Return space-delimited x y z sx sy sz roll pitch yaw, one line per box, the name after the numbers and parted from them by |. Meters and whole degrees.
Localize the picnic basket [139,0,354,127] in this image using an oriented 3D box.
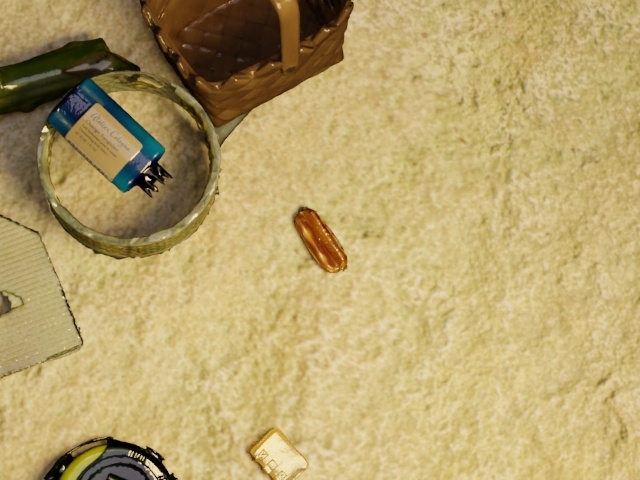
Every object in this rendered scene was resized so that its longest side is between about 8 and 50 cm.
-0.108 -0.351 1.728 0.291 0.321 0.254 -32 72 -11 | picnic basket

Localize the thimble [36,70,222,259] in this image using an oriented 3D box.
-0.281 -0.111 1.743 0.271 0.150 0.271 1 84 -7 | thimble

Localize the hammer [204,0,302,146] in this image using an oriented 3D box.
-0.084 -0.252 1.882 0.111 0.033 0.287 43 75 -3 | hammer

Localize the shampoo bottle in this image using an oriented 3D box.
-0.285 -0.134 1.643 0.183 0.050 0.087 43 84 -1 | shampoo bottle

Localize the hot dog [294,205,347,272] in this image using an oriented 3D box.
0.000 0.000 1.862 0.049 0.037 0.122 -31 84 -4 | hot dog

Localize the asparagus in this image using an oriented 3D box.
-0.441 -0.233 1.775 0.343 0.082 0.085 -17 109 -14 | asparagus

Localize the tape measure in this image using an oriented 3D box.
-0.300 0.374 1.696 0.199 0.112 0.186 22 75 -10 | tape measure

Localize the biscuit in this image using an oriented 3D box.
-0.457 0.071 1.739 0.147 0.046 0.250 -23 88 -14 | biscuit

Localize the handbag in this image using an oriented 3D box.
-0.064 0.330 1.798 0.061 0.027 0.083 -41 93 -16 | handbag
